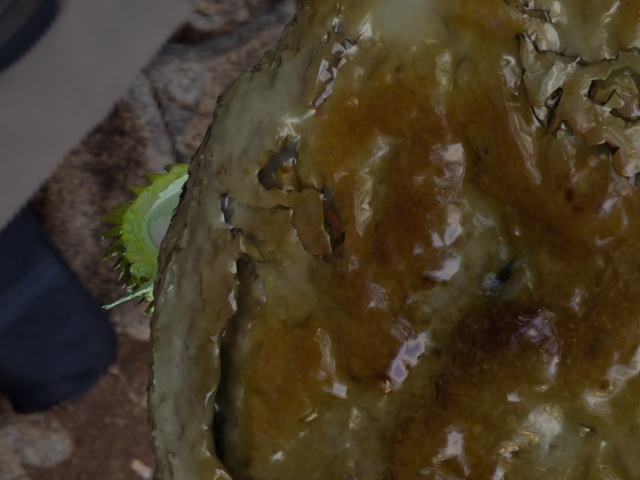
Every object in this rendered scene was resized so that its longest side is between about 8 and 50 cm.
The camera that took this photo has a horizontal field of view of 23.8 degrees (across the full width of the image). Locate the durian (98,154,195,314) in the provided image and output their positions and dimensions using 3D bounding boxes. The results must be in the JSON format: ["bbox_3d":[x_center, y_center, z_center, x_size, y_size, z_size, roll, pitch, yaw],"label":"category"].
[{"bbox_3d":[-0.006,0.000,1.236,0.356,0.169,0.157,0,90,-13],"label":"durian"}]

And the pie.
[{"bbox_3d":[0.064,0.027,0.436,0.055,0.274,0.274,-5,101,-66],"label":"pie"}]
